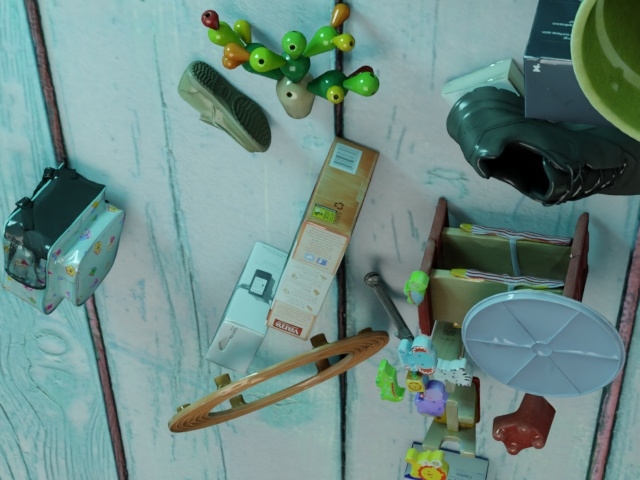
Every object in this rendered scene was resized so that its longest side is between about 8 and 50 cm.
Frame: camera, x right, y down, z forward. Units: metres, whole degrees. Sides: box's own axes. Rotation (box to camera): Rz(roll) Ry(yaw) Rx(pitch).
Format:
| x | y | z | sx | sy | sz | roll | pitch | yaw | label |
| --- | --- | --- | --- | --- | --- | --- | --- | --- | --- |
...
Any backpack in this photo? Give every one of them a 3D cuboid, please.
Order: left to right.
| x | y | z | sx | sy | sz | roll | pitch | yaw | label |
| --- | --- | --- | --- | --- | --- | --- | --- | --- | --- |
| -0.361 | 0.011 | 2.178 | 0.144 | 0.166 | 0.188 | 31 | 141 | 0 | backpack |

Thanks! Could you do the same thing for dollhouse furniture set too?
| x | y | z | sx | sy | sz | roll | pitch | yaw | label |
| --- | --- | --- | --- | --- | --- | --- | --- | --- | --- |
| 0.243 | 0.131 | 2.091 | 0.201 | 0.152 | 0.374 | 8 | 139 | 13 | dollhouse furniture set |

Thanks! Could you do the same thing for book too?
| x | y | z | sx | sy | sz | roll | pitch | yaw | label |
| --- | --- | --- | --- | --- | --- | --- | --- | --- | --- |
| 0.222 | -0.146 | 1.887 | 0.096 | 0.035 | 0.144 | -15 | 132 | 36 | book |

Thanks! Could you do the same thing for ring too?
| x | y | z | sx | sy | sz | roll | pitch | yaw | label |
| --- | --- | --- | --- | --- | --- | --- | --- | --- | --- |
| -0.061 | 0.192 | 2.209 | 0.337 | 0.337 | 0.032 | -33 | 75 | 43 | ring |

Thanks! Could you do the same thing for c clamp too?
| x | y | z | sx | sy | sz | roll | pitch | yaw | label |
| --- | --- | --- | --- | --- | --- | --- | --- | --- | --- |
| 0.100 | 0.098 | 2.116 | 0.022 | 0.160 | 0.137 | -34 | 141 | 5 | c clamp |

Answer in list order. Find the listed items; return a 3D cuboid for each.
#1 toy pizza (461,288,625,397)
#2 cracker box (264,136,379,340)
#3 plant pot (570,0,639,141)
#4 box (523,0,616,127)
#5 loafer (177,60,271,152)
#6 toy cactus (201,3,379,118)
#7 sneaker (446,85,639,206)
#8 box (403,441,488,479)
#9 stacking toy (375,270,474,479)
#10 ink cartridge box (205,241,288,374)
| x | y | z | sx | sy | sz | roll | pitch | yaw | label |
| --- | --- | --- | --- | --- | --- | --- | --- | --- | --- |
| 0.273 | 0.122 | 1.923 | 0.201 | 0.032 | 0.201 | 12 | 141 | 10 | toy pizza |
| 0.000 | 0.000 | 2.035 | 0.067 | 0.155 | 0.232 | 20 | 139 | -1 | cracker box |
| 0.393 | -0.262 | 1.512 | 0.276 | 0.253 | 0.276 | 10 | 140 | 8 | plant pot |
| 0.307 | -0.207 | 1.687 | 0.156 | 0.158 | 0.093 | 8 | 138 | 14 | box |
| -0.121 | -0.165 | 1.981 | 0.148 | 0.056 | 0.050 | 47 | 134 | -15 | loafer |
| -0.032 | -0.210 | 1.879 | 0.219 | 0.112 | 0.180 | 11 | 158 | 6 | toy cactus |
| 0.286 | -0.086 | 1.817 | 0.286 | 0.130 | 0.109 | 8 | 127 | -13 | sneaker |
| 0.193 | 0.394 | 2.463 | 0.126 | 0.072 | 0.137 | 12 | 140 | 8 | box |
| 0.130 | 0.167 | 1.926 | 0.052 | 0.167 | 0.221 | -1 | 135 | 22 | stacking toy |
| -0.098 | 0.095 | 2.182 | 0.063 | 0.150 | 0.109 | 24 | 140 | -4 | ink cartridge box |
